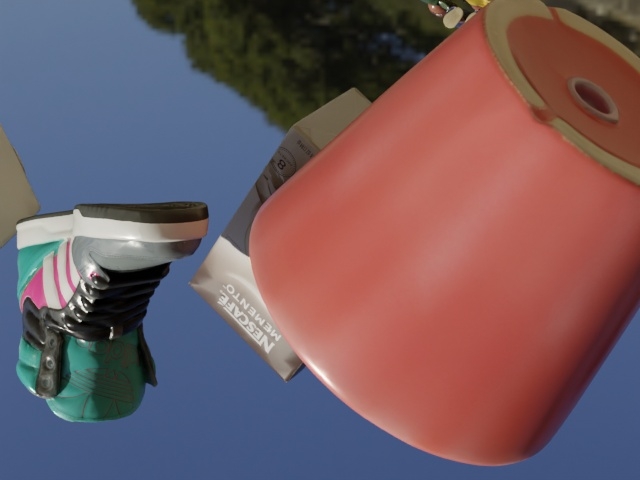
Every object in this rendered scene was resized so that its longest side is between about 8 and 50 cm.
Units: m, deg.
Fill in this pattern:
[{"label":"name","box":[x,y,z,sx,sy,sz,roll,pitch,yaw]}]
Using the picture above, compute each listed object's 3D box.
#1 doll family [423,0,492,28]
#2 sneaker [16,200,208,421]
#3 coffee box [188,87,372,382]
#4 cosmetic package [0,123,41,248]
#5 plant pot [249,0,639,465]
[{"label":"doll family","box":[0.166,-0.232,1.590,0.193,0.076,0.111,43,-168,29]},{"label":"sneaker","box":[-0.176,0.061,1.304,0.124,0.178,0.295,-3,177,-28]},{"label":"coffee box","box":[0.000,0.000,1.433,0.141,0.246,0.098,45,-134,9]},{"label":"cosmetic package","box":[-0.367,-0.019,1.471,0.086,0.117,0.231,-10,-157,26]},{"label":"plant pot","box":[0.125,-0.019,1.110,0.275,0.243,0.275,25,-145,-19]}]
